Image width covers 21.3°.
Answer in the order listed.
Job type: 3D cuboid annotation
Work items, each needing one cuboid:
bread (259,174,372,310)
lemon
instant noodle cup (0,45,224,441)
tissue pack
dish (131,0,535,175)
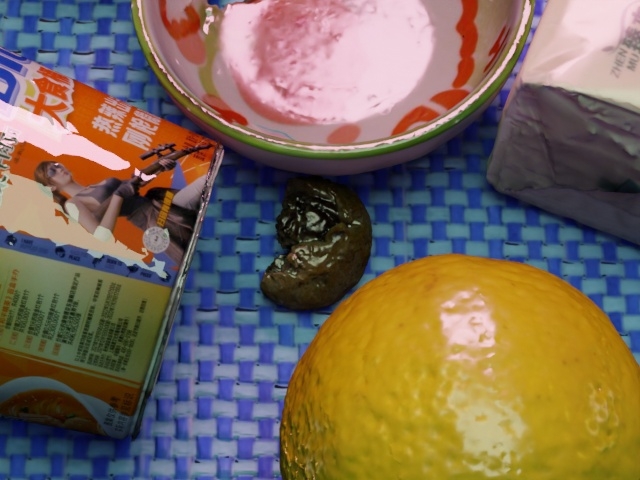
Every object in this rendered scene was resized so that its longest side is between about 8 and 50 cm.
[{"bbox_3d":[0.000,0.000,1.349,0.082,0.060,0.113,8,63,3],"label":"bread"},{"bbox_3d":[0.104,0.147,1.171,0.293,0.293,0.293,1,65,-3],"label":"lemon"},{"bbox_3d":[-0.200,0.004,1.226,0.214,0.296,0.296,16,65,-4],"label":"instant noodle cup"},{"bbox_3d":[0.335,-0.181,1.372,0.297,0.207,0.380,20,66,5],"label":"tissue pack"},{"bbox_3d":[0.012,-0.175,1.401,0.324,0.124,0.324,-1,60,2],"label":"dish"}]
